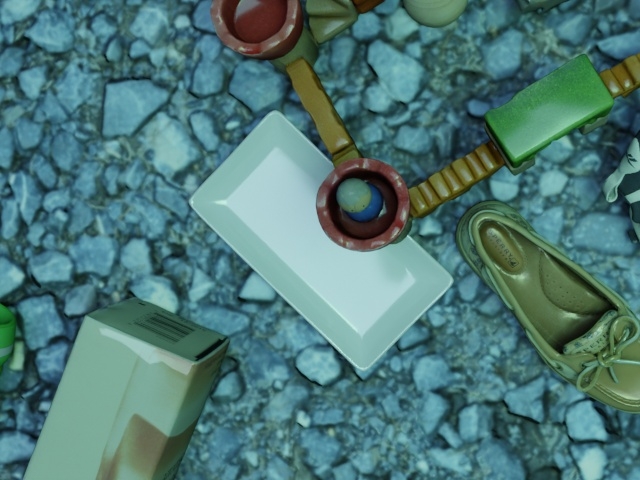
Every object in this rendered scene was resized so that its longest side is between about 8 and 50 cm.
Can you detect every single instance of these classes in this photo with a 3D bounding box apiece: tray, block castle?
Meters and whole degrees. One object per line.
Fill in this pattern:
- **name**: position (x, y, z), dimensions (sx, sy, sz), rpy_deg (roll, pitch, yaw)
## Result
- **tray**: position (0.000, 0.000, 0.964), dimensions (0.270, 0.030, 0.145), rpy_deg (44, 98, 1)
- **block castle**: position (0.153, -0.215, 0.812), dimensions (0.453, 0.213, 0.303), rpy_deg (-30, 80, 10)

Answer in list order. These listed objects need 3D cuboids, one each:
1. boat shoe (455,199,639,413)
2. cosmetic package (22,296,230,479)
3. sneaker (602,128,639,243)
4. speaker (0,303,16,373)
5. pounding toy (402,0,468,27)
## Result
- **boat shoe**: position (0.250, 0.076, 0.912), dimensions (0.285, 0.089, 0.104), rpy_deg (42, 97, 1)
- **cosmetic package**: position (-0.220, 0.225, 0.946), dimensions (0.129, 0.153, 0.296), rpy_deg (23, 98, 5)
- **sneaker**: position (0.391, -0.041, 0.895), dimensions (0.235, 0.094, 0.153), rpy_deg (17, 131, -24)
- **speaker**: position (-0.442, 0.204, 0.979), dimensions (0.131, 0.131, 0.296), rpy_deg (24, 97, 4)
- **pounding toy**: position (0.062, -0.302, 0.692), dimensions (0.183, 0.110, 0.237), rpy_deg (-45, 107, 0)
